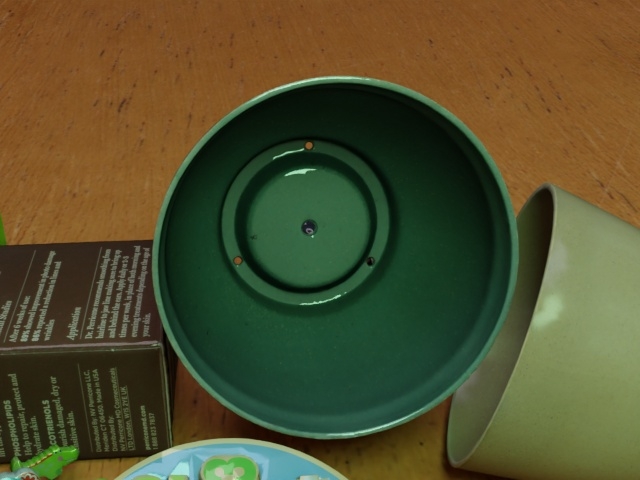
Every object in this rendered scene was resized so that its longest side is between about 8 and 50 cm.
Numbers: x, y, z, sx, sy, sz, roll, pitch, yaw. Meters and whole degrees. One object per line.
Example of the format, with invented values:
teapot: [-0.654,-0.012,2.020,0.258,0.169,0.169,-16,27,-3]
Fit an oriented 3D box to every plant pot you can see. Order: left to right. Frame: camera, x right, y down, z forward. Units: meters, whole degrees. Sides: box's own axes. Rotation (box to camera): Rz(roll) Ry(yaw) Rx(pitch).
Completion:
plant pot: [0.000,0.000,0.866,0.293,0.293,0.196,-5,12,-9]
plant pot: [0.280,0.115,0.848,0.274,0.256,0.256,19,31,0]

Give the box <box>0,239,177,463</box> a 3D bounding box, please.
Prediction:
box: [-0.328,0.106,0.936,0.382,0.143,0.191,-1,30,-4]

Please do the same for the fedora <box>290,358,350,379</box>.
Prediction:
fedora: [0.022,0.108,0.985,0.194,0.079,0.194,0,39,0]

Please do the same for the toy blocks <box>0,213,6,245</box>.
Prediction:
toy blocks: [-0.593,-0.037,1.176,0.382,0.190,0.261,-13,21,-20]

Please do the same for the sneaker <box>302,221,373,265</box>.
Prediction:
sneaker: [0.054,0.023,1.110,0.153,0.099,0.282,-17,27,-36]

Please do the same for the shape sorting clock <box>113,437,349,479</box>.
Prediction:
shape sorting clock: [-0.044,0.201,0.523,0.206,0.040,0.206,4,54,-6]

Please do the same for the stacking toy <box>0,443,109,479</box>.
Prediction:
stacking toy: [-0.277,0.214,0.757,0.221,0.052,0.167,-21,12,-26]
